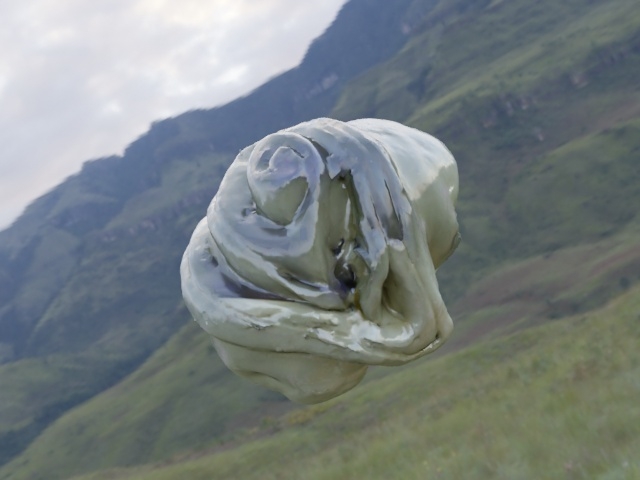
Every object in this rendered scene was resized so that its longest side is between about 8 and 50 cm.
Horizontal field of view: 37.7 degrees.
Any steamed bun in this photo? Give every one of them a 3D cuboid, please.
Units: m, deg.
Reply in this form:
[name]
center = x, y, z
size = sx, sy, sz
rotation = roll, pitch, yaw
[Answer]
[steamed bun]
center = 0.000, 0.000, 1.105
size = 0.352, 0.339, 0.247
rotation = -13, -28, 8
